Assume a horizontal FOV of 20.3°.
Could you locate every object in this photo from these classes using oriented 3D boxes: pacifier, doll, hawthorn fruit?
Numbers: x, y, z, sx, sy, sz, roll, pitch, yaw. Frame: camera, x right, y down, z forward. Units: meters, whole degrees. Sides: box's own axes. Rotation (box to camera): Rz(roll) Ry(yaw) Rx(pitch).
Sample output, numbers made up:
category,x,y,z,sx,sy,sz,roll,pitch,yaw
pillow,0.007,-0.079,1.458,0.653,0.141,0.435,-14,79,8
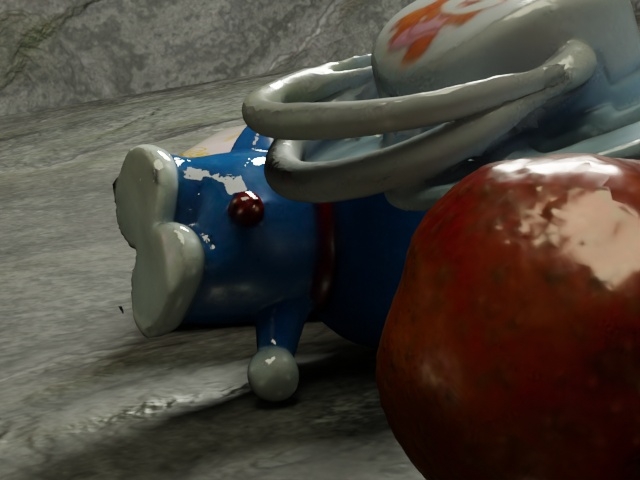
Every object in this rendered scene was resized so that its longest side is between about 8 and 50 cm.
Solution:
category,x,y,z,sx,sy,sz,roll,pitch,yaw
pacifier,0.107,-0.016,0.953,0.244,0.233,0.299,-25,15,-16
doll,0.000,0.000,1.120,0.257,0.215,0.161,-1,-22,-18
hawthorn fruit,0.121,0.060,0.751,0.179,0.179,0.200,-10,34,-17

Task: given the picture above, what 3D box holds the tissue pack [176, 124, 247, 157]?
category,x,y,z,sx,sy,sz,roll,pitch,yaw
tissue pack,-0.012,-0.024,1.350,0.185,0.124,0.225,-7,10,13
